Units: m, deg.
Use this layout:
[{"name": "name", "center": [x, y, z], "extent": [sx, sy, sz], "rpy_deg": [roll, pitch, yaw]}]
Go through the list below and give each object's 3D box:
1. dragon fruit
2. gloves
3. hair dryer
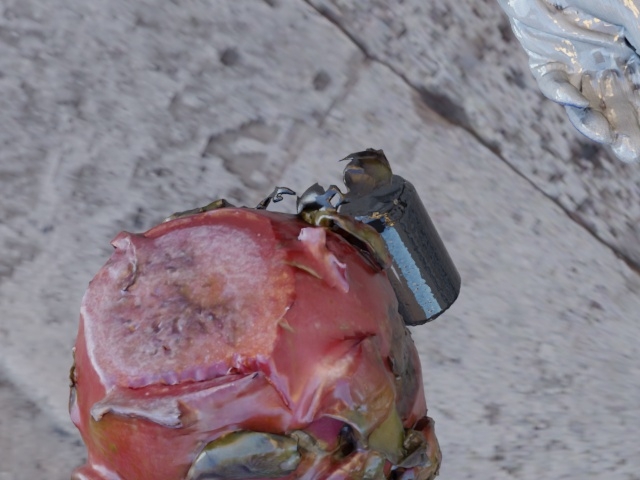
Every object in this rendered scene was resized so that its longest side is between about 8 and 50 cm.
[{"name": "dragon fruit", "center": [-0.037, 0.111, 1.266], "extent": [0.250, 0.291, 0.269], "rpy_deg": [-15, 52, 18]}, {"name": "gloves", "center": [0.197, -0.160, 1.337], "extent": [0.119, 0.097, 0.229], "rpy_deg": [-22, 92, 31]}, {"name": "hair dryer", "center": [0.001, 0.001, 1.565], "extent": [0.248, 0.114, 0.070], "rpy_deg": [5, 44, 43]}]
